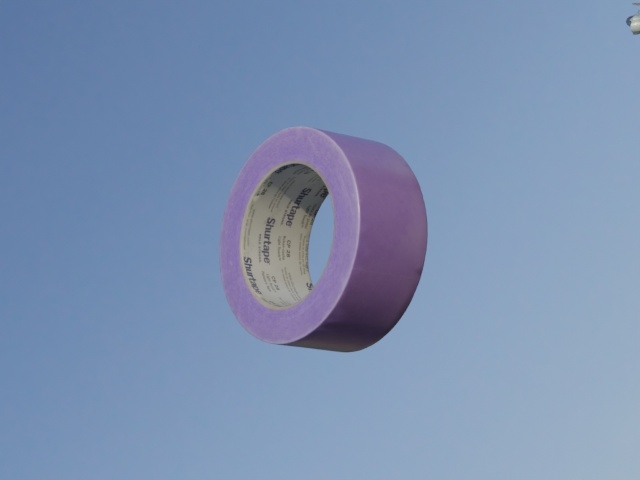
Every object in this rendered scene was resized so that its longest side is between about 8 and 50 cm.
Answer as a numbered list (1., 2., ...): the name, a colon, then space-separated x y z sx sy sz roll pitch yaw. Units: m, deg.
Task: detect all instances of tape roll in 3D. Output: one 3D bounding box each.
1. tape roll: 0.000 0.000 1.687 0.080 0.189 0.189 11 -58 -40

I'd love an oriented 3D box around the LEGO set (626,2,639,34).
1. LEGO set: 0.404 -0.376 2.268 0.287 0.107 0.132 72 -146 -43
